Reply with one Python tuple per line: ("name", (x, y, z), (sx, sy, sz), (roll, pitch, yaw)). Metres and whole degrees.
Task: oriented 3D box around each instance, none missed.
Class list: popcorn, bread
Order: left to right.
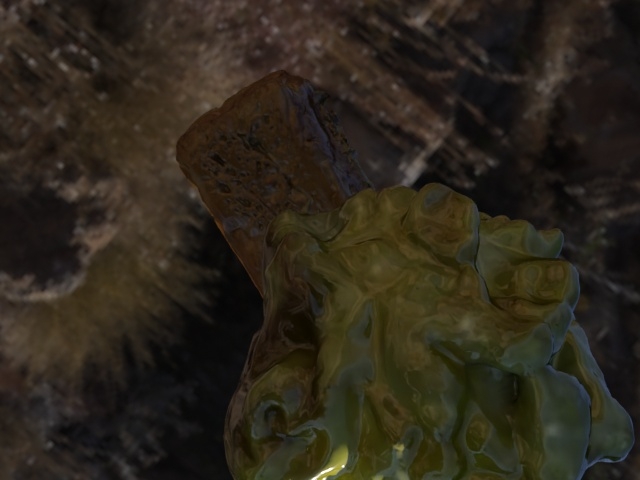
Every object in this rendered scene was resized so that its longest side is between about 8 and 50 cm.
("bread", (0.000, 0.000, 1.487), (0.185, 0.380, 0.109), (-29, -171, 12))
("popcorn", (0.084, 0.099, 1.033), (0.312, 0.312, 0.312), (-50, -177, 4))
